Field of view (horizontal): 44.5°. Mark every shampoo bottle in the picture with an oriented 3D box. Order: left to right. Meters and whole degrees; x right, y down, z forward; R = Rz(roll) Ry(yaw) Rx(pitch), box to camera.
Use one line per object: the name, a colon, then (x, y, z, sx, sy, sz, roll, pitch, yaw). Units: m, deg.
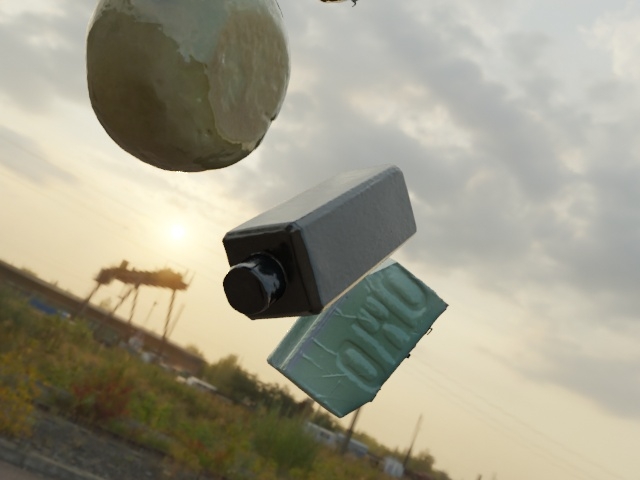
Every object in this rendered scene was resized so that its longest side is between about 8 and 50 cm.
shampoo bottle: (0.000, 0.000, 0.682, 0.080, 0.079, 0.246, -9, 14, 32)

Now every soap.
soap: (0.057, 0.120, 1.063, 0.145, 0.230, 0.091, 42, -12, -18)

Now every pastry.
pastry: (-0.084, -0.122, 0.526, 0.092, 0.156, 0.156, 11, -18, 24)

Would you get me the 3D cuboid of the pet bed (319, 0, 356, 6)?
pet bed: (0.025, -0.330, 0.759, 0.053, 0.201, 0.201, 10, -18, 22)
